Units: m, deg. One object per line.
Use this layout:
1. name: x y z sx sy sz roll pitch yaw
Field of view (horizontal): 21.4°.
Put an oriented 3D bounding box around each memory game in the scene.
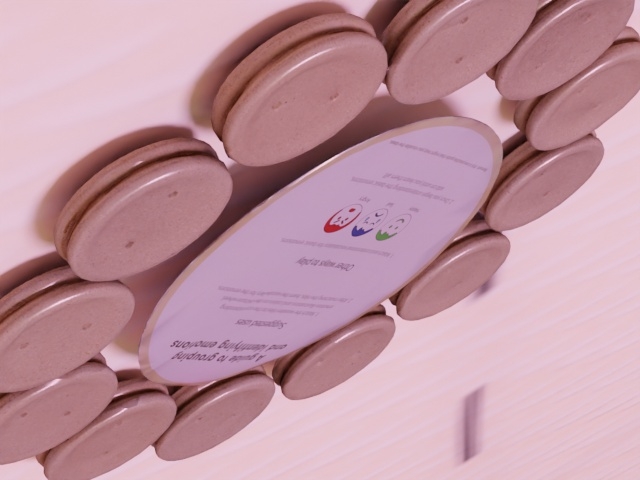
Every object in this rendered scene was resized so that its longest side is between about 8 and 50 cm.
1. memory game: 0.000 0.000 0.395 0.186 0.012 0.186 -29 159 -13
